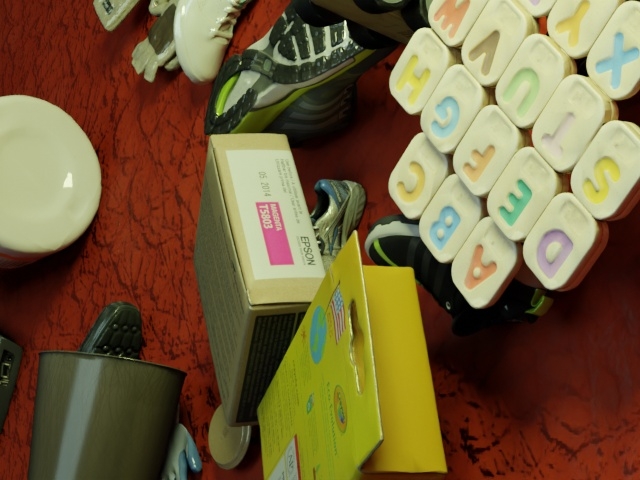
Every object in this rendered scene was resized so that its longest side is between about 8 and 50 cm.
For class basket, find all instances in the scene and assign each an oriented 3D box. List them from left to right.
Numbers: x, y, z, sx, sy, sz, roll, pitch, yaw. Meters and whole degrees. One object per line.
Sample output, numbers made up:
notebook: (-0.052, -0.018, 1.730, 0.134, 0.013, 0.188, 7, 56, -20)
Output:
basket: (-0.252, 0.248, 1.733, 0.204, 0.154, 0.227, -4, 73, 52)

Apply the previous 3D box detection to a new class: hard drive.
hard drive: (-0.505, 0.245, 2.239, 0.172, 0.054, 0.255, 21, 93, 57)

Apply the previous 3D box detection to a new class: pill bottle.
pill bottle: (-0.496, -0.049, 2.210, 0.392, 0.224, 0.224, -19, 59, 51)

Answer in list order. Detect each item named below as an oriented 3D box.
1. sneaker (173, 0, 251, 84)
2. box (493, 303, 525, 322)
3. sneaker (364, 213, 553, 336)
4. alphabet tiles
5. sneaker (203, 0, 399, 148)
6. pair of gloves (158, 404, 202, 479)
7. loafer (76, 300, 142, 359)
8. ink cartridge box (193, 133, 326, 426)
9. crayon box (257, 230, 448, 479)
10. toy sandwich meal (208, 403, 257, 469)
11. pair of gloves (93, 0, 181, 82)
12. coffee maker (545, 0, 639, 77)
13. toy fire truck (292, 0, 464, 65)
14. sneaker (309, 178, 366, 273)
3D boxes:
sneaker: (-0.117, -0.295, 1.907, 0.094, 0.080, 0.212, 8, 88, 30)
box: (0.158, 0.031, 1.373, 0.067, 0.018, 0.083, -3, 72, 56)
sneaker: (0.111, 0.032, 1.345, 0.234, 0.084, 0.097, -2, 75, 57)
alphabet tiles: (0.154, -0.099, 1.244, 0.278, 0.021, 0.284, -59, 45, 28)
sneaker: (0.001, -0.176, 1.612, 0.300, 0.121, 0.111, -26, 58, 51)
pair of gloves: (-0.196, 0.277, 1.788, 0.198, 0.023, 0.159, -45, 39, 35)
loafer: (-0.286, 0.168, 1.924, 0.078, 0.076, 0.223, 43, 115, 47)
ink cartridge box: (-0.064, 0.039, 1.578, 0.193, 0.088, 0.235, 104, 158, -46)
crayon box: (0.027, 0.161, 1.359, 0.318, 0.081, 0.202, 116, 153, -53)
toy sandwich meal: (-0.089, 0.203, 1.657, 0.085, 0.029, 0.086, -22, 62, 50)
pair of gloves: (-0.204, -0.331, 2.070, 0.204, 0.042, 0.240, -54, 42, 16)
coffee maker: (0.222, -0.226, 1.269, 0.171, 0.120, 0.178, 81, 174, -65)
toy fire truck: (0.094, -0.295, 1.444, 0.158, 0.217, 0.246, -1, 73, 57)
sneaker: (0.000, 0.000, 1.591, 0.052, 0.058, 0.135, -1, 75, 56)
